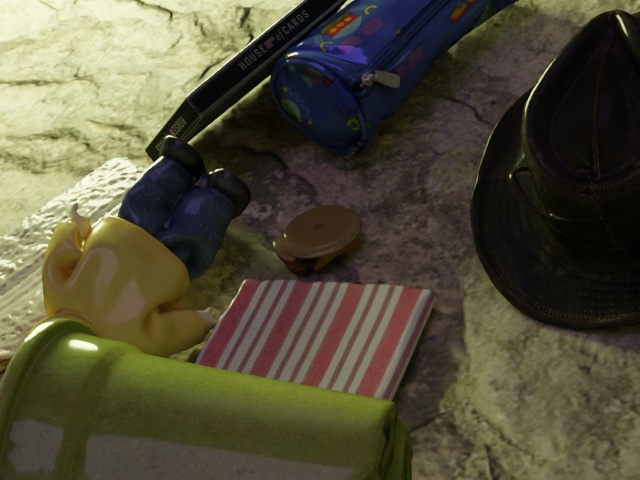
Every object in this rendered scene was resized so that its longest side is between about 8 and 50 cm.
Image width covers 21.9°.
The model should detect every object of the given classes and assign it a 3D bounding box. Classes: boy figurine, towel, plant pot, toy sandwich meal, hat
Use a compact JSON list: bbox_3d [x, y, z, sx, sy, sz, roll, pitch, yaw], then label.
[{"bbox_3d":[-0.172,0.046,1.493,0.177,0.092,0.285,32,67,3],"label":"boy figurine"},{"bbox_3d":[-0.008,0.092,1.423,0.197,0.029,0.144,2,43,27],"label":"towel"},{"bbox_3d":[-0.071,0.196,1.157,0.254,0.276,0.276,1,41,12],"label":"plant pot"},{"bbox_3d":[0.000,0.000,1.532,0.085,0.029,0.085,-12,34,9],"label":"toy sandwich meal"},{"bbox_3d":[0.245,-0.096,1.372,0.331,0.134,0.331,-19,48,22],"label":"hat"},{"bbox_3d":[-0.251,0.023,1.620,0.282,0.049,0.187,-39,40,-21],"label":"towel"}]

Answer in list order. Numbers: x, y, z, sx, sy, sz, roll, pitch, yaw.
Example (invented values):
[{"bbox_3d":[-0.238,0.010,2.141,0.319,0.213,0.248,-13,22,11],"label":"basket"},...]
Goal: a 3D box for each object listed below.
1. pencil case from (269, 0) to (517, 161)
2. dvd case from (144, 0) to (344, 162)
[{"bbox_3d":[0.086,-0.215,1.675,0.306,0.119,0.133,-44,19,-26],"label":"pencil case"},{"bbox_3d":[-0.070,-0.179,1.710,0.238,0.029,0.179,-41,2,-24],"label":"dvd case"}]
